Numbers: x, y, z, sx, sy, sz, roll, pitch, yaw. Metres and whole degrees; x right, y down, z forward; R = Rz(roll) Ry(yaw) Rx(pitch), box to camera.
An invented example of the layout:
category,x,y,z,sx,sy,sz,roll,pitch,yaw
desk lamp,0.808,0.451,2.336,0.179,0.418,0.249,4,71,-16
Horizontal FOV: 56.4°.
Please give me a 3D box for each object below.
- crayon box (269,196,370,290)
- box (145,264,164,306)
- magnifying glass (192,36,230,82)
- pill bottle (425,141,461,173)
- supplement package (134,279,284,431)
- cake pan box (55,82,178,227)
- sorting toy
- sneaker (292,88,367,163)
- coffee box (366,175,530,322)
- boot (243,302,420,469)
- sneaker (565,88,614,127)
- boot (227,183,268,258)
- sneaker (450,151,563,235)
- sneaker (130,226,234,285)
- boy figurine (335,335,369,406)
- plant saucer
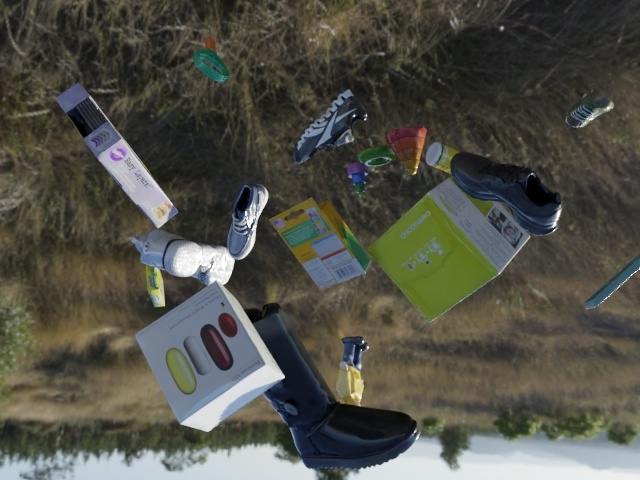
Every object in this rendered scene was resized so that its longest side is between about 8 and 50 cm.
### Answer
category,x,y,z,sx,sy,sz,roll,pitch,yaw
crayon box,0.000,0.000,2.059,0.203,0.083,0.323,-24,110,33
box,-0.570,0.149,2.056,0.043,0.105,0.179,-6,152,-12
magnifying glass,-0.262,-0.437,1.423,0.092,0.231,0.026,30,116,-28
pill bottle,0.347,-0.216,1.607,0.116,0.065,0.065,17,156,-21
supplement package,-0.215,0.229,1.175,0.194,0.203,0.149,-35,155,-4
cake pan box,-0.439,-0.184,1.288,0.070,0.246,0.267,-39,144,-9
sorting toy,0.194,-0.217,1.793,0.127,0.126,0.365,-2,168,-28
sneaker,0.029,-0.274,1.531,0.106,0.234,0.078,42,179,11
coffee box,0.433,0.009,2.042,0.334,0.338,0.337,-33,170,-49
boot,-0.009,0.343,1.474,0.366,0.445,0.146,-24,-171,31
sneaker,0.625,-0.301,1.406,0.064,0.086,0.192,42,-163,3
boot,-0.187,-0.045,1.403,0.069,0.190,0.086,20,-173,16
sneaker,0.429,-0.134,1.364,0.286,0.109,0.130,33,161,20
sneaker,-0.437,0.046,1.925,0.210,0.138,0.366,19,178,24
boy figurine,0.102,0.456,1.950,0.092,0.285,0.177,-11,139,19
plant saucer,0.649,0.078,1.288,0.192,0.018,0.067,-42,167,-1
